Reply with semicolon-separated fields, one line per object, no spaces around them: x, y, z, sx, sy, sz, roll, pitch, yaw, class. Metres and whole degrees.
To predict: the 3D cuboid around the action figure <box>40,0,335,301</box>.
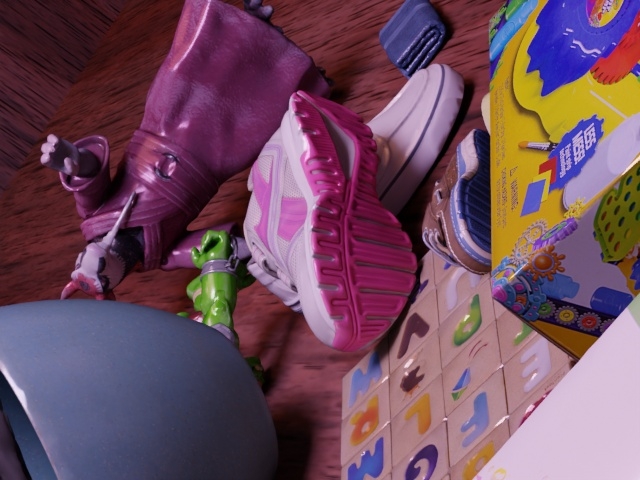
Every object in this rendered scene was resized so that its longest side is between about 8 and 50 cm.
-0.163;-0.084;1.801;0.370;0.248;0.276;-54;17;-7;action figure

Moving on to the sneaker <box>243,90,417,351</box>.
0.000;0.000;1.422;0.111;0.103;0.252;-50;33;34;sneaker

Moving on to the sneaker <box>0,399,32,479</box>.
-0.230;0.206;1.196;0.106;0.101;0.267;-23;51;-22;sneaker

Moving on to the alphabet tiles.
0.107;0.076;1.235;0.285;0.011;0.342;-46;20;24;alphabet tiles

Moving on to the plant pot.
-0.149;0.164;1.366;0.195;0.290;0.290;-22;5;-25;plant pot

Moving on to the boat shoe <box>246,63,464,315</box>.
0.031;-0.058;1.536;0.258;0.084;0.095;-57;18;-9;boat shoe

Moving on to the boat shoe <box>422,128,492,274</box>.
0.112;-0.015;1.279;0.066;0.066;0.183;-51;8;25;boat shoe

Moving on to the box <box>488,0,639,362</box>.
0.239;-0.091;0.881;0.279;0.177;0.290;-46;19;27;box

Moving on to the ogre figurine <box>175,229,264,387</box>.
-0.103;0.099;1.555;0.197;0.097;0.118;-51;29;35;ogre figurine

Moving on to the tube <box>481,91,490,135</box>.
0.224;-0.137;1.253;0.240;0.062;0.070;-30;68;33;tube

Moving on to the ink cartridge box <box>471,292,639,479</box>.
0.132;0.180;0.681;0.353;0.207;0.119;-50;20;12;ink cartridge box

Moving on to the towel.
0.092;-0.203;1.729;0.067;0.029;0.119;-50;18;13;towel
